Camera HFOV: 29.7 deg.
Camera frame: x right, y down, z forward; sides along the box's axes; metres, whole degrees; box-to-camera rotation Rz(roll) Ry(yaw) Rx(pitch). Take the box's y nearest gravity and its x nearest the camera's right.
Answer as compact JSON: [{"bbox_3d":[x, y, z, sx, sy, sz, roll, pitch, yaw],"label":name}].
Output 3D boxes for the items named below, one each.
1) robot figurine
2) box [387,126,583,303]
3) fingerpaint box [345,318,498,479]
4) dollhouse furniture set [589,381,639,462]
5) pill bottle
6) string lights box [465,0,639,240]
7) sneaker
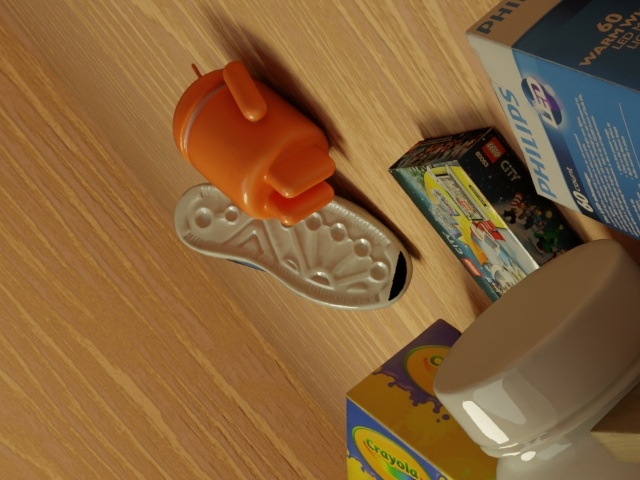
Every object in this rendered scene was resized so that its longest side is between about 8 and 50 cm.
[{"bbox_3d":[-0.078,-0.110,1.339,0.219,0.128,0.158,40,-174,31],"label":"robot figurine"},{"bbox_3d":[0.168,0.011,1.029,0.233,0.044,0.159,51,168,-12],"label":"box"},{"bbox_3d":[0.232,0.357,1.286,0.445,0.163,0.371,35,145,31],"label":"fingerpaint box"},{"bbox_3d":[0.271,0.106,0.702,0.123,0.151,0.144,48,171,3],"label":"dollhouse furniture set"},{"bbox_3d":[0.259,0.189,0.881,0.361,0.204,0.204,49,168,-7],"label":"pill bottle"},{"bbox_3d":[0.201,-0.052,0.627,0.259,0.077,0.133,34,161,51],"label":"string lights box"},{"bbox_3d":[0.000,0.000,1.512,0.322,0.130,0.236,16,-175,24],"label":"sneaker"}]
